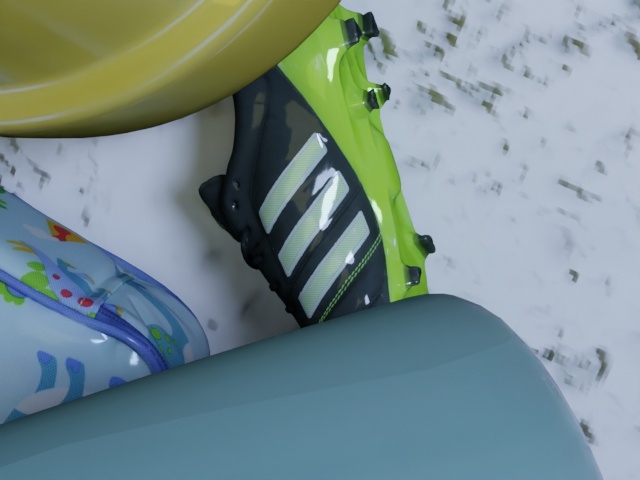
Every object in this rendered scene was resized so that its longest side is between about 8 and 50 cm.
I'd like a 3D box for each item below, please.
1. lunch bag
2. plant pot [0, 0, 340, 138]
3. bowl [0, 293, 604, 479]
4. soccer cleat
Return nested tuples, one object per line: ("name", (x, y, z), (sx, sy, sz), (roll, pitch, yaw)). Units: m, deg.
("lunch bag", (-0.164, 0.059, 0.608), (0.219, 0.090, 0.176), (31, 105, 1))
("plant pot", (-0.111, -0.156, 0.462), (0.254, 0.239, 0.254), (1, 93, 12))
("bowl", (-0.044, 0.165, 0.453), (0.163, 0.311, 0.312), (4, 102, -17))
("soccer cleat", (0.000, 0.000, 0.597), (0.072, 0.060, 0.179), (-12, 93, 18))
